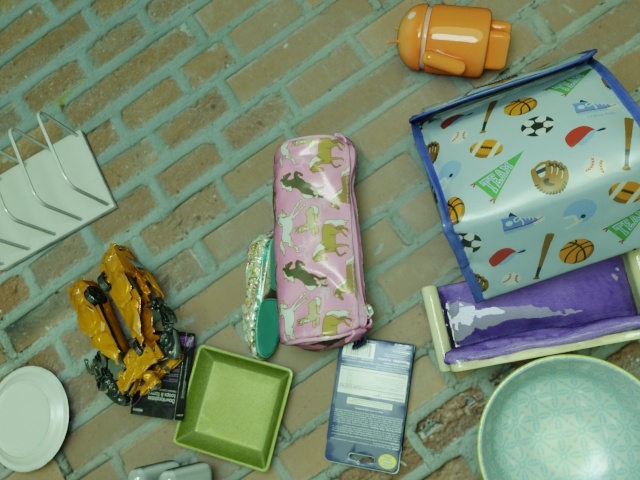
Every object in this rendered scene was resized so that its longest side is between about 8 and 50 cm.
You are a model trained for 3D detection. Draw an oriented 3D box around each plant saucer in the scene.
[{"bbox_3d":[-0.156,0.306,1.190,0.188,0.045,0.188,13,83,12],"label":"plant saucer"}]

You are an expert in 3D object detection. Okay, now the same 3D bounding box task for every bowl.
[{"bbox_3d":[0.394,0.329,1.031,0.290,0.156,0.289,-2,79,10],"label":"bowl"}]

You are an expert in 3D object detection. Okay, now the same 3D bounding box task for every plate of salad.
[{"bbox_3d":[-0.566,0.346,1.255,0.200,0.048,0.199,-5,76,20],"label":"plate of salad"}]

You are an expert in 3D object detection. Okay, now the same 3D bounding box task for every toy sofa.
[{"bbox_3d":[0.361,0.114,1.066,0.363,0.177,0.150,-12,78,8],"label":"toy sofa"}]

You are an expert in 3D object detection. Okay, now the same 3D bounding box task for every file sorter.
[{"bbox_3d":[-0.595,-0.097,1.275,0.278,0.173,0.192,-29,76,4],"label":"file sorter"}]

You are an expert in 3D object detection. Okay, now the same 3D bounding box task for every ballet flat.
[{"bbox_3d":[-0.110,0.103,1.211,0.077,0.091,0.240,-4,73,40],"label":"ballet flat"}]

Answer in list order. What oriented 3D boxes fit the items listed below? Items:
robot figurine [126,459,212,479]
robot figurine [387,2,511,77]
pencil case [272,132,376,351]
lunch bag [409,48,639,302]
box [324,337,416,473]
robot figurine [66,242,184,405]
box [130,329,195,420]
[{"bbox_3d":[-0.252,0.560,1.082,0.300,0.200,0.353,-8,78,32],"label":"robot figurine"},{"bbox_3d":[0.238,-0.372,1.197,0.220,0.128,0.157,10,82,12],"label":"robot figurine"},{"bbox_3d":[0.000,0.000,1.143,0.167,0.160,0.385,-1,72,-12],"label":"pencil case"},{"bbox_3d":[0.331,-0.144,1.052,0.328,0.238,0.385,-19,41,14],"label":"lunch bag"},{"bbox_3d":[0.089,0.290,1.153,0.137,0.036,0.225,7,80,12],"label":"box"},{"bbox_3d":[-0.356,0.157,1.195,0.211,0.085,0.291,-42,64,14],"label":"robot figurine"},{"bbox_3d":[-0.297,0.251,1.208,0.116,0.029,0.162,-3,76,31],"label":"box"}]
